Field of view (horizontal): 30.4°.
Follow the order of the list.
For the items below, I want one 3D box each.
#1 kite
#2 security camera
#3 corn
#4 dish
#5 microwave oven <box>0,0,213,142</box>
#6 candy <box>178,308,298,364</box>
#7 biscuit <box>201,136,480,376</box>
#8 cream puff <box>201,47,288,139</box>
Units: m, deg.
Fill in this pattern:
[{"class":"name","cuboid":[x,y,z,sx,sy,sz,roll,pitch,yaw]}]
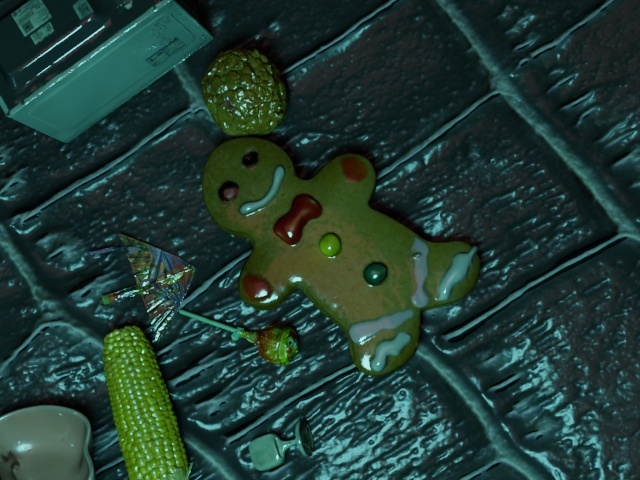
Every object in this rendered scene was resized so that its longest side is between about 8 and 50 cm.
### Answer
[{"class":"kite","cuboid":[-0.265,0.069,1.814,0.160,0.010,0.182,-20,82,1]},{"class":"security camera","cuboid":[-0.060,0.303,1.733,0.092,0.058,0.058,-18,79,18]},{"class":"corn","cuboid":[-0.261,0.255,1.744,0.091,0.091,0.260,-12,76,-19]},{"class":"dish","cuboid":[-0.413,0.349,1.728,0.213,0.090,0.213,-8,48,9]},{"class":"microwave oven","cuboid":[-0.350,-0.316,1.774,0.295,0.237,0.181,-34,77,7]},{"class":"candy","cuboid":[-0.125,0.135,1.769,0.201,0.060,0.060,16,84,19]},{"class":"biscuit","cuboid":[0.000,-0.001,1.733,0.432,0.064,0.283,39,82,9]},{"class":"cream puff","cuboid":[-0.117,-0.226,1.789,0.126,0.103,0.143,-23,77,6]}]
